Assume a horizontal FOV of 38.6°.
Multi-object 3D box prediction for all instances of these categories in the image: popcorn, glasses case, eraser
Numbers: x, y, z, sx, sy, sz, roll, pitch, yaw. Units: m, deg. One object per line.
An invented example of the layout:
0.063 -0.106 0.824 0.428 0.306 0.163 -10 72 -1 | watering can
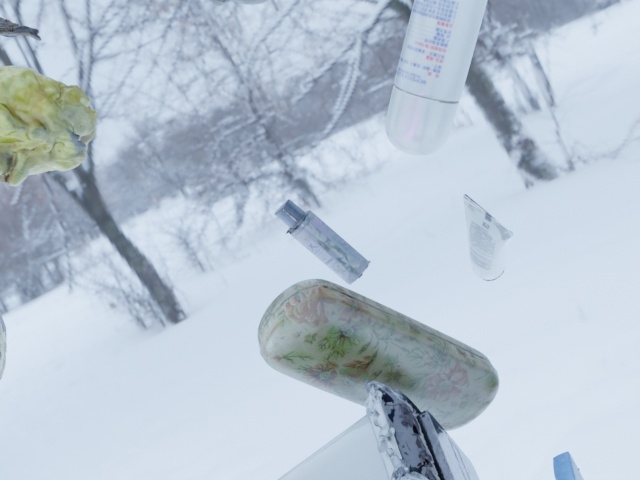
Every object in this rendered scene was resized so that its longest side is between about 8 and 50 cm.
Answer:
-0.563 -0.220 1.716 0.252 0.215 0.286 -36 -27 17 | popcorn
0.097 0.185 1.405 0.156 0.425 0.098 -52 31 20 | glasses case
0.504 0.547 1.662 0.042 0.312 0.144 -25 14 15 | eraser

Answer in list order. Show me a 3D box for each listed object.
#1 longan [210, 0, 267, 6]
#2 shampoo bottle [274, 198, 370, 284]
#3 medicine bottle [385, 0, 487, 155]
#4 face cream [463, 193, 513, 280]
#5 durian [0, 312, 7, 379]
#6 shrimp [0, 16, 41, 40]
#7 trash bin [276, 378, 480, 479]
-0.133 -0.494 1.585 0.204 0.185 0.159 -59 26 -12 | longan
0.000 0.000 1.864 0.072 0.214 0.072 -47 10 11 | shampoo bottle
0.210 -0.323 1.694 0.130 0.341 0.130 12 18 -4 | medicine bottle
0.259 0.001 1.420 0.058 0.092 0.244 -48 -20 -8 | face cream
-0.456 0.240 1.115 0.195 0.185 0.305 41 106 49 | durian
-0.520 -0.288 1.318 0.066 0.117 0.262 8 3 33 | shrimp
0.034 0.401 1.255 0.367 0.296 0.256 -32 36 10 | trash bin
